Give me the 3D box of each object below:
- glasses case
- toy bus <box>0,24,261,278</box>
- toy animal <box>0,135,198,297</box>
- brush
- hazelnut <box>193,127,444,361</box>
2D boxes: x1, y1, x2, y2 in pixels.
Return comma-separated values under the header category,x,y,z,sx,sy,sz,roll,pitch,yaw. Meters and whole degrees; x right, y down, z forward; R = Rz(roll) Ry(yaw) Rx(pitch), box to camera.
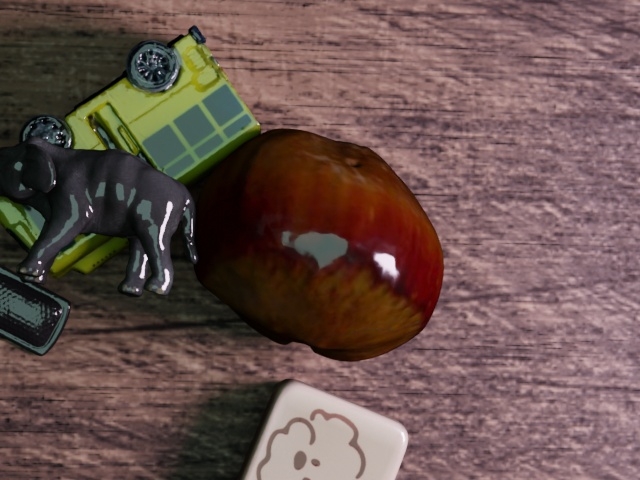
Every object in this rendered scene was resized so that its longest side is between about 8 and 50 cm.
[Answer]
category,x,y,z,sx,sy,sz,roll,pitch,yaw
glasses case,-0.037,0.311,1.609,0.144,0.076,0.336,22,87,-5
toy bus,-0.195,-0.077,1.580,0.262,0.128,0.150,-35,92,-6
toy animal,-0.236,-0.027,1.470,0.269,0.082,0.137,16,83,-4
brush,-0.340,0.046,1.618,0.193,0.016,0.063,28,85,-4
hazelnut,0.000,0.000,1.545,0.251,0.217,0.217,23,86,-27
